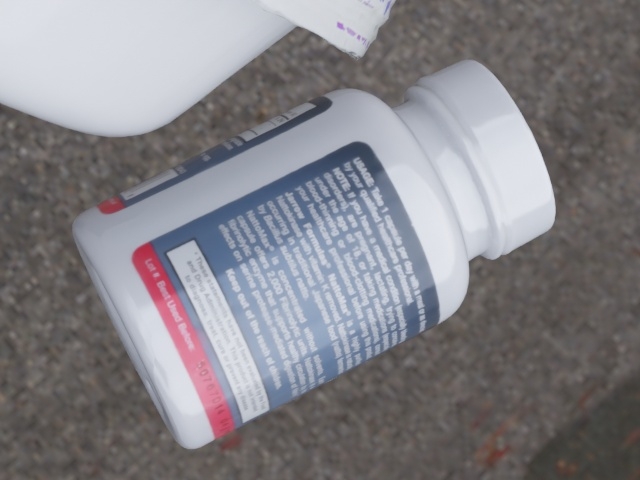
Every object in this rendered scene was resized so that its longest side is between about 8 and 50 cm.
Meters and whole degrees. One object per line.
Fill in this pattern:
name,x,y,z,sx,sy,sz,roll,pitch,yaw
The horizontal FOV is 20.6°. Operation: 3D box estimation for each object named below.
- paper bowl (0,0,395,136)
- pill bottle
paper bowl,-0.104,-0.134,0.521,0.284,0.284,0.148,23,98,-54
pill bottle,0.000,0.000,0.725,0.180,0.108,0.108,-26,143,-9
